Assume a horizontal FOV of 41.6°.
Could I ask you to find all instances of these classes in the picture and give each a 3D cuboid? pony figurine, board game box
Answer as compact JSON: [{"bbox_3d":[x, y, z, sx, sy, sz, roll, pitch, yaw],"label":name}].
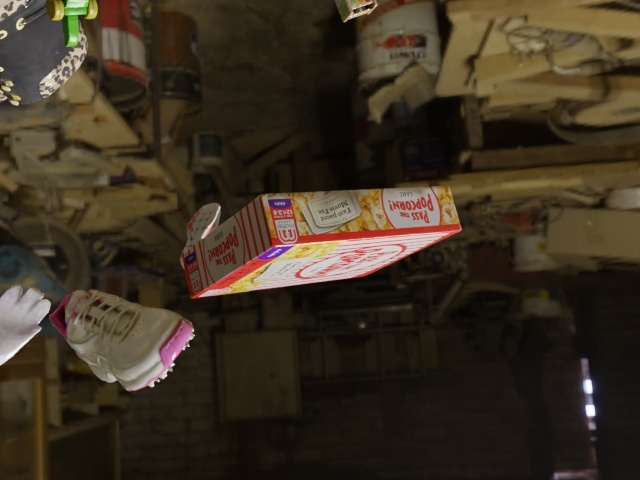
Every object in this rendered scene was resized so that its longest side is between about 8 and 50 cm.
[{"bbox_3d":[-0.706,0.154,1.475,0.303,0.351,0.363,44,159,-27],"label":"pony figurine"},{"bbox_3d":[0.000,0.000,0.726,0.194,0.045,0.147,-6,165,-35],"label":"board game box"}]

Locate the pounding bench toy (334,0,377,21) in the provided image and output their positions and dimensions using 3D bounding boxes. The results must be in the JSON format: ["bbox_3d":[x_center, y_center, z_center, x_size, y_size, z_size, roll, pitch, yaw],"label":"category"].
[{"bbox_3d":[0.064,-0.473,1.614,0.065,0.083,0.052,-23,-178,-15],"label":"pounding bench toy"}]

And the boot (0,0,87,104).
[{"bbox_3d":[-0.486,-0.272,1.160,0.377,0.138,0.284,-40,171,-17],"label":"boot"}]

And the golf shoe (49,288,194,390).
[{"bbox_3d":[-0.283,0.127,1.152,0.140,0.115,0.306,43,151,-21],"label":"golf shoe"}]

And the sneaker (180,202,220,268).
[{"bbox_3d":[-0.235,0.000,1.712,0.061,0.157,0.065,4,154,34],"label":"sneaker"}]

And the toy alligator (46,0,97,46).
[{"bbox_3d":[-0.301,-0.328,1.016,0.056,0.051,0.189,-17,138,-38],"label":"toy alligator"}]
